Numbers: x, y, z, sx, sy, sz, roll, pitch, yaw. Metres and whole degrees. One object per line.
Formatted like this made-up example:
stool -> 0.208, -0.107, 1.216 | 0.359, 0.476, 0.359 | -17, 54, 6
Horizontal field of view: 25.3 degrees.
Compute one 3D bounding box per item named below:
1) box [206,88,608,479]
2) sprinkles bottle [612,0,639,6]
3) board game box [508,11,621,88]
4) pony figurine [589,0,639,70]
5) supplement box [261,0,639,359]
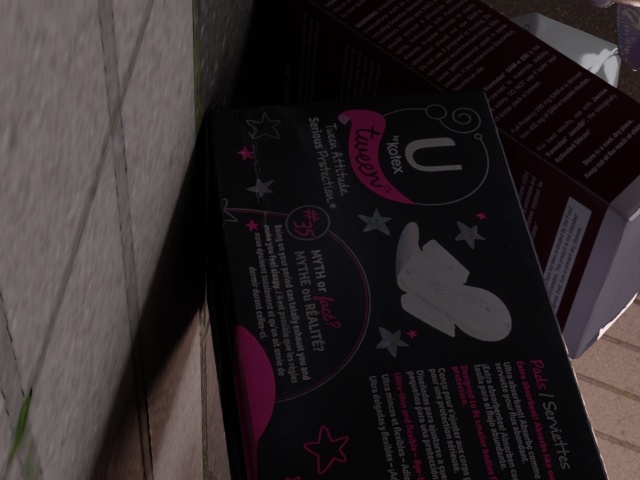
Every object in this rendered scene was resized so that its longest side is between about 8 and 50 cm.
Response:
box -> 0.030, 0.076, 0.662 | 0.163, 0.142, 0.247 | 96, -13, -52
sprinkles bottle -> 0.146, -0.163, 0.631 | 0.121, 0.355, 0.121 | 11, 90, -87
board game box -> 0.108, -0.054, 1.223 | 0.303, 0.097, 0.224 | -4, -107, 60
pony figurine -> 0.119, -0.275, 0.924 | 0.363, 0.303, 0.351 | 38, 53, -69
supplement box -> 0.075, -0.057, 0.777 | 0.073, 0.239, 0.130 | -41, 156, -29
